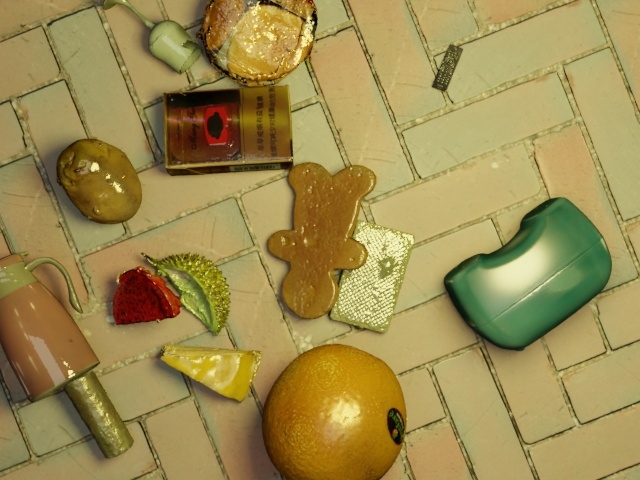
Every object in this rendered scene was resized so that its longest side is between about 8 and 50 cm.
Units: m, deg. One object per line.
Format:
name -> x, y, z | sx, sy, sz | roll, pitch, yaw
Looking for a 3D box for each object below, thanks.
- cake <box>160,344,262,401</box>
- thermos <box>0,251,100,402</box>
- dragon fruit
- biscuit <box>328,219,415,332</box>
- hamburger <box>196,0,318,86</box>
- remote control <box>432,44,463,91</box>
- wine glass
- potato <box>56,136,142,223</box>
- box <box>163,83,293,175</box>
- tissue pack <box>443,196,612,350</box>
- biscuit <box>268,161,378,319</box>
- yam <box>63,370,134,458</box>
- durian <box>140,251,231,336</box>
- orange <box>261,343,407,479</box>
cake -> -0.202, 0.223, 1.929 | 0.185, 0.080, 0.116 | 37, 93, 4
thermos -> -0.527, 0.147, 1.898 | 0.176, 0.146, 0.265 | -29, 88, -8
dragon fruit -> -0.321, 0.096, 1.912 | 0.162, 0.083, 0.106 | -10, 101, 41
biscuit -> 0.099, 0.070, 1.946 | 0.121, 0.040, 0.199 | 16, 90, -2
hamburger -> -0.114, -0.400, 1.911 | 0.231, 0.107, 0.231 | 0, 95, -2
remote control -> 0.245, -0.330, 1.954 | 0.034, 0.016, 0.091 | 23, 90, 16
wine glass -> -0.316, -0.401, 1.921 | 0.195, 0.079, 0.079 | 42, 90, -1
potato -> -0.414, -0.112, 1.905 | 0.137, 0.137, 0.176 | -30, 112, 0
box -> -0.173, -0.209, 1.917 | 0.240, 0.071, 0.159 | -3, 81, 0
tissue pack -> 0.391, 0.073, 1.866 | 0.287, 0.198, 0.206 | -38, 89, -2
biscuit -> 0.000, 0.000, 1.927 | 0.197, 0.049, 0.301 | 9, 88, 21
yam -> -0.420, 0.330, 1.935 | 0.068, 0.068, 0.169 | -29, 97, 0
durian -> -0.243, 0.081, 1.930 | 0.100, 0.086, 0.215 | -40, 92, 14
orange -> 0.025, 0.324, 1.838 | 0.274, 0.274, 0.274 | 0, 90, 0
